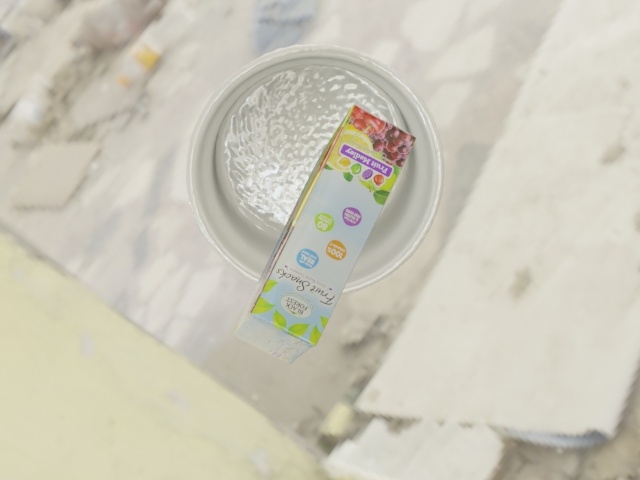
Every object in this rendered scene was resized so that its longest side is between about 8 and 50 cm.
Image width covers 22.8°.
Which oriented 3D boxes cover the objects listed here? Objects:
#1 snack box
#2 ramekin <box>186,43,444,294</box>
[{"bbox_3d":[0.000,0.000,1.429,0.207,0.070,0.174,-63,3,-11],"label":"snack box"},{"bbox_3d":[-0.008,-0.087,1.757,0.277,0.277,0.135,-47,12,9],"label":"ramekin"}]
